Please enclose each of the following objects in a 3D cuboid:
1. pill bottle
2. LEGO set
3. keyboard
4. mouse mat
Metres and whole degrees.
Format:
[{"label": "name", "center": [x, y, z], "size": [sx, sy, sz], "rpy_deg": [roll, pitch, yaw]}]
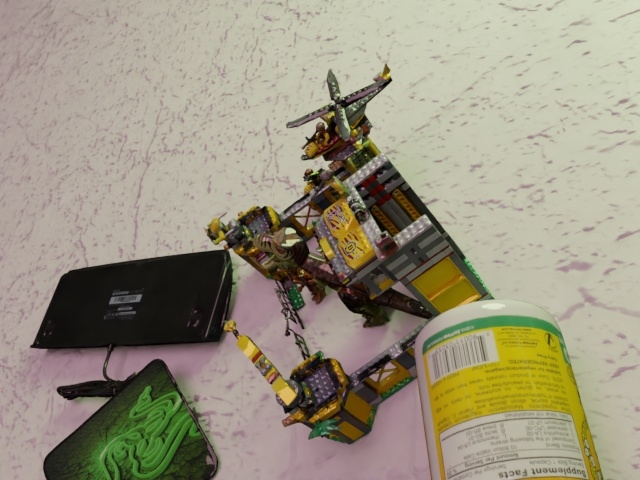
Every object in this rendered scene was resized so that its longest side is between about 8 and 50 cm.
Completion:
[{"label": "pill bottle", "center": [0.135, 0.157, 0.514], "size": [0.117, 0.117, 0.208], "rpy_deg": [-22, 49, 23]}, {"label": "LEGO set", "center": [0.000, 0.000, 0.671], "size": [0.255, 0.192, 0.331], "rpy_deg": [-30, 47, 16]}, {"label": "keyboard", "center": [-0.243, 0.113, 0.890], "size": [0.317, 0.033, 0.201], "rpy_deg": [-8, 55, 34]}, {"label": "mouse mat", "center": [-0.206, 0.237, 0.767], "size": [0.189, 0.007, 0.152], "rpy_deg": [-42, 58, 4]}]
